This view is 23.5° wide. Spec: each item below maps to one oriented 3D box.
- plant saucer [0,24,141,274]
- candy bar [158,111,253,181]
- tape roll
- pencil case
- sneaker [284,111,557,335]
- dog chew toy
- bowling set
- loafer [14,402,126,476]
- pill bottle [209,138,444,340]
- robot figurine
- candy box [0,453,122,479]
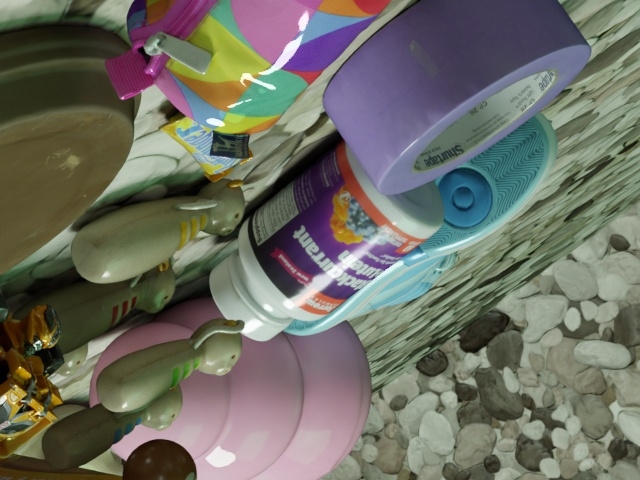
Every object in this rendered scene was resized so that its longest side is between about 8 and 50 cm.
[{"bbox_3d":[-0.209,-0.016,0.822,0.278,0.041,0.278,-32,170,-6],"label":"plant saucer"},{"bbox_3d":[-0.075,-0.068,1.026,0.040,0.018,0.161,-33,168,1],"label":"candy bar"},{"bbox_3d":[0.100,-0.118,1.136,0.189,0.080,0.189,-31,168,-7],"label":"tape roll"},{"bbox_3d":[-0.003,-0.141,0.714,0.104,0.104,0.236,-21,162,-48],"label":"pencil case"},{"bbox_3d":[0.102,-0.033,1.409,0.319,0.127,0.208,-31,171,28],"label":"sneaker"},{"bbox_3d":[-0.092,0.142,1.449,0.206,0.207,0.332,-38,159,23],"label":"dog chew toy"},{"bbox_3d":[-0.134,0.104,1.164,0.154,0.200,0.287,-23,169,-46],"label":"bowling set"},{"bbox_3d":[-0.256,0.228,1.597,0.102,0.092,0.268,-36,168,16],"label":"loafer"},{"bbox_3d":[0.000,0.000,1.287,0.193,0.108,0.108,-39,167,26],"label":"pill bottle"},{"bbox_3d":[-0.298,0.129,1.013,0.291,0.085,0.211,-27,161,-2],"label":"robot figurine"},{"bbox_3d":[-0.273,0.235,1.183,0.316,0.088,0.183,5,-163,39],"label":"candy box"}]
